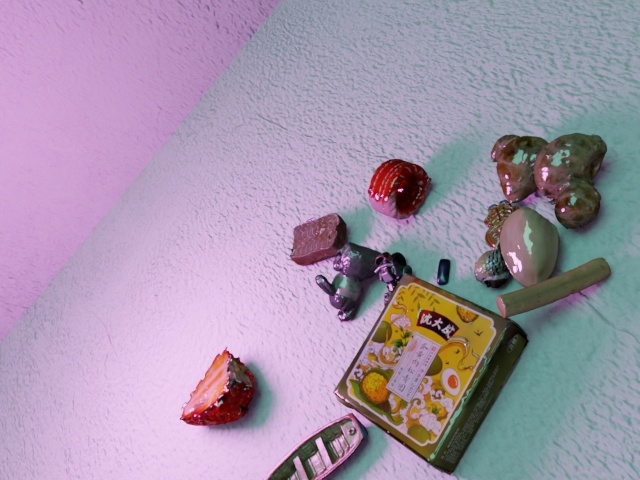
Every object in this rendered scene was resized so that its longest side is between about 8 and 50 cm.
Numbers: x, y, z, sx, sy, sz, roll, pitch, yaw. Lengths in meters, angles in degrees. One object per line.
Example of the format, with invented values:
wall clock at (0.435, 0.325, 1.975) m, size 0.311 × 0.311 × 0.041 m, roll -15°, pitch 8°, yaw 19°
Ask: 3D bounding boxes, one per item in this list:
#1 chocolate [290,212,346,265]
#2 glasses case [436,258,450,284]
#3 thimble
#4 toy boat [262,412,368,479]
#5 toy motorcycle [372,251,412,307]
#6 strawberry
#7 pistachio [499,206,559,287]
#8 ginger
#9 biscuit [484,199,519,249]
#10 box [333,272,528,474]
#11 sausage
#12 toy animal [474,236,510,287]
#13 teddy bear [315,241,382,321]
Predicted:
chocolate at (0.000, 0.000, 2.216) m, size 0.214 × 0.093 × 0.148 m, roll -15°, pitch 55°, yaw 34°
glasses case at (0.362, 0.090, 1.897) m, size 0.033 × 0.023 × 0.083 m, roll -10°, pitch 58°, yaw 38°
thimble at (0.248, -0.166, 2.064) m, size 0.125 × 0.163 × 0.189 m, roll 27°, pitch 82°, yaw 48°
toy boat at (-0.031, 0.639, 1.827) m, size 0.392 × 0.079 × 0.136 m, roll -40°, pitch 46°, yaw 11°
toy motorcycle at (0.218, 0.120, 1.928) m, size 0.082 × 0.122 × 0.213 m, roll -31°, pitch 45°, yaw 43°
strawberry at (-0.320, 0.526, 2.108) m, size 0.280 × 0.150 × 0.253 m, roll -55°, pitch 22°, yaw 0°
pistachio at (0.557, 0.019, 1.700) m, size 0.152 × 0.126 × 0.223 m, roll -11°, pitch 73°, yaw 16°
ginger at (0.616, -0.194, 1.767) m, size 0.375 × 0.176 × 0.256 m, roll 31°, pitch 101°, yaw 47°
biscuit at (0.526, -0.041, 1.843) m, size 0.124 × 0.026 × 0.175 m, roll -26°, pitch 49°, yaw 25°
box at (0.285, 0.339, 1.717) m, size 0.373 × 0.138 × 0.420 m, roll 26°, pitch 82°, yaw 47°
sausage at (0.579, 0.117, 1.590) m, size 0.301 × 0.066 × 0.066 m, roll -20°, pitch 46°, yaw -5°
toy animal at (0.483, 0.067, 1.756) m, size 0.137 × 0.098 × 0.098 m, roll -58°, pitch 41°, yaw 16°
teddy bear at (0.076, 0.113, 2.031) m, size 0.251 × 0.171 × 0.144 m, roll -54°, pitch 22°, yaw 7°
